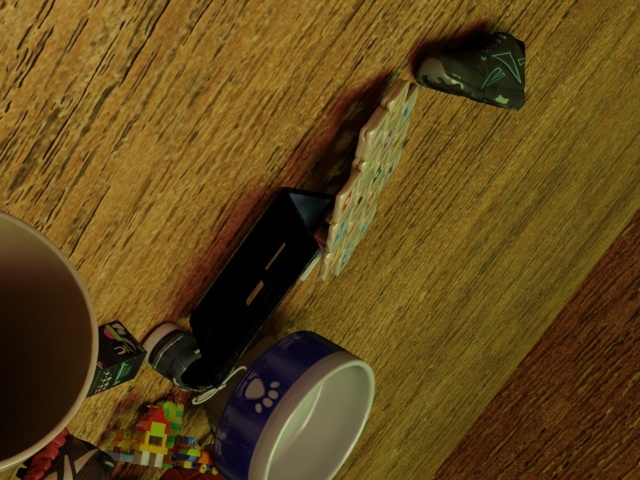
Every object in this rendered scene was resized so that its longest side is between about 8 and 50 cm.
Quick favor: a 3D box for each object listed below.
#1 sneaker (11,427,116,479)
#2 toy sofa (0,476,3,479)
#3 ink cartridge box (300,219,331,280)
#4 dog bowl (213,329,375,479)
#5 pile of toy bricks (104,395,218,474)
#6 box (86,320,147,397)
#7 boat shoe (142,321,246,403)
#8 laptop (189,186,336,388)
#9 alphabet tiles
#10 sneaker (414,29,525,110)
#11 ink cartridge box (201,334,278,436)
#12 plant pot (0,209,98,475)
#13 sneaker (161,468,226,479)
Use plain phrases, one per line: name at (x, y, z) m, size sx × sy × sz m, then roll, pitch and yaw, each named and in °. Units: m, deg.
sneaker at (-0.321, 0.331, 1.543) m, size 0.276 × 0.135 × 0.097 m, roll -81°, pitch -164°, yaw -63°
toy sofa at (-0.491, 0.363, 1.414) m, size 0.177 × 0.150 × 0.362 m, roll -26°, pitch 150°, yaw -44°
ink cartridge box at (0.000, 0.000, 1.833) m, size 0.115 × 0.029 × 0.063 m, roll -56°, pitch -179°, yaw 18°
dog bowl at (-0.038, 0.272, 1.901) m, size 0.265 × 0.104 × 0.265 m, roll -40°, pitch 145°, yaw -35°
pile of toy bricks at (-0.226, 0.279, 1.851) m, size 0.212 × 0.118 × 0.105 m, roll 25°, pitch 72°, yaw -56°
box at (-0.270, 0.147, 1.568) m, size 0.083 × 0.062 × 0.052 m, roll -19°, pitch 146°, yaw -49°
boat shoe at (-0.168, 0.177, 1.783) m, size 0.095 × 0.079 × 0.254 m, roll -48°, pitch 159°, yaw -4°
laptop at (-0.058, 0.061, 1.711) m, size 0.136 × 0.264 × 0.234 m, roll 27°, pitch 107°, yaw -29°
alphabet tiles at (0.063, -0.084, 1.735) m, size 0.284 × 0.021 × 0.278 m, roll 104°, pitch 14°, yaw -47°
sneaker at (0.217, -0.251, 1.786) m, size 0.267 × 0.101 × 0.106 m, roll -1°, pitch 108°, yaw -60°
ink cartridge box at (-0.101, 0.263, 2.039) m, size 0.148 × 0.086 × 0.203 m, roll -41°, pitch 157°, yaw -18°
plant pot at (-0.364, 0.136, 1.192) m, size 0.256 × 0.256 × 0.274 m, roll -33°, pitch 170°, yaw -32°
sneaker at (-0.226, 0.427, 2.121) m, size 0.221 × 0.087 × 0.128 m, roll -35°, pitch 167°, yaw 2°
